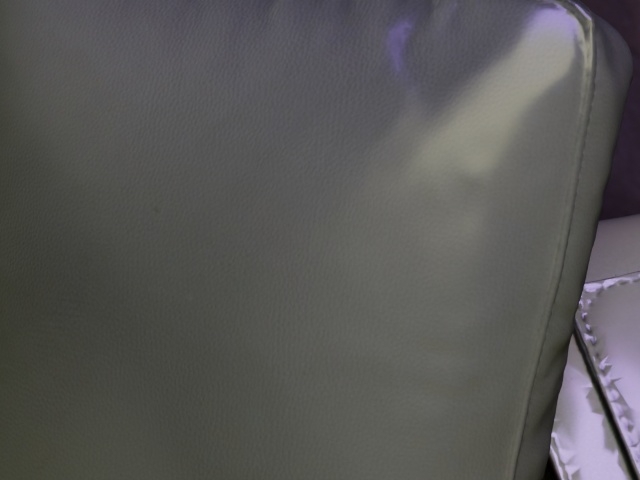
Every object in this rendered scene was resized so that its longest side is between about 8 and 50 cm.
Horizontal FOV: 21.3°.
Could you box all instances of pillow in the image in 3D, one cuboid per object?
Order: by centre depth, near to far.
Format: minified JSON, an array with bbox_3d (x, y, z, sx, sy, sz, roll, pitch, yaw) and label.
[{"bbox_3d":[-0.031,0.056,0.630,0.255,0.120,0.322,10,94,25],"label":"pillow"}]

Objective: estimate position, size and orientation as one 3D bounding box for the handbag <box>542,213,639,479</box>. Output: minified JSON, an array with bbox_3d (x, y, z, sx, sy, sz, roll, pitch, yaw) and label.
[{"bbox_3d":[0.248,0.078,0.690,0.358,0.160,0.236,-11,62,-9],"label":"handbag"}]
